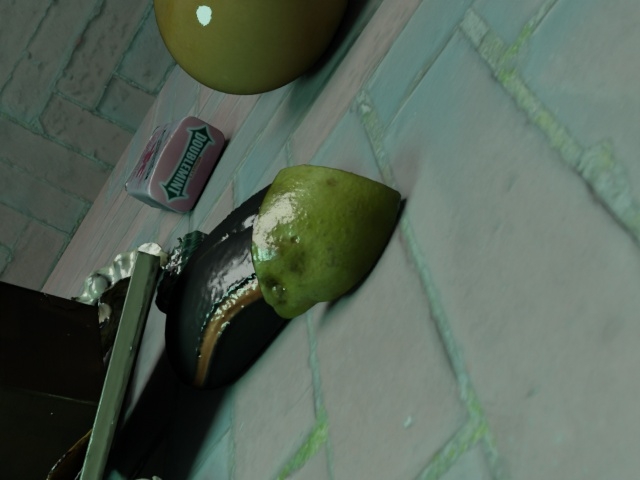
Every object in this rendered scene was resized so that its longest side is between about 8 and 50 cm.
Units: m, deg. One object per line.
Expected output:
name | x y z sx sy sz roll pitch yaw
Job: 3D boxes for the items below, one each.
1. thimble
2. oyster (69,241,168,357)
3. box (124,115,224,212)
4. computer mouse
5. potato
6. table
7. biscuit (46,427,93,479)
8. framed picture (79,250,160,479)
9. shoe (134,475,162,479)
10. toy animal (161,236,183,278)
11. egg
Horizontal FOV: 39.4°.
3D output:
thimble | -0.175 0.055 1.289 0.118 0.090 0.135 -46 25 47
oyster | -0.428 0.162 1.759 0.238 0.114 0.351 -15 54 53
box | -0.322 -0.162 1.923 0.190 0.112 0.369 -63 20 -7
computer mouse | -0.097 0.048 1.074 0.323 0.116 0.183 -51 27 26
potato | 0.000 0.000 0.894 0.120 0.081 0.149 0 70 40
table | -0.517 0.269 1.534 0.282 0.196 0.251 -55 35 26
biscuit | -0.416 0.384 1.433 0.232 0.013 0.237 -56 -2 15
framed picture | -0.273 0.185 1.231 0.446 0.028 0.326 161 123 -80
shoe | -0.182 0.311 0.928 0.316 0.124 0.159 -43 20 42
toy animal | -0.240 0.036 1.546 0.065 0.047 0.136 -54 19 5
egg | -0.102 -0.411 1.420 0.301 0.301 0.374 -23 42 60
